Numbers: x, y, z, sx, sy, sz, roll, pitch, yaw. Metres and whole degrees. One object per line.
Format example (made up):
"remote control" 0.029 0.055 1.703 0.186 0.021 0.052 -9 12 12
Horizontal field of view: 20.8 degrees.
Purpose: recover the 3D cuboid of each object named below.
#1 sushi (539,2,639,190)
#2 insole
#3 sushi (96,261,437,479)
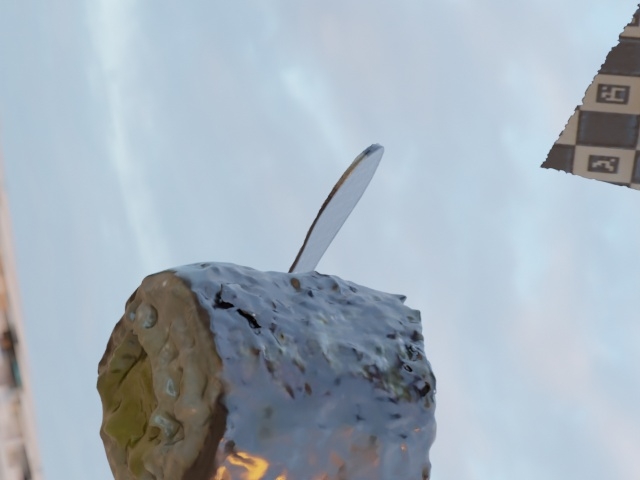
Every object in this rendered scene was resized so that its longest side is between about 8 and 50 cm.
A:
"sushi" 0.420 -0.096 1.737 0.339 0.320 0.068 114 -12 -58
"insole" 0.000 0.000 2.069 0.012 0.110 0.309 40 -56 13
"sushi" -0.053 0.187 1.779 0.281 0.294 0.299 -50 -141 42
